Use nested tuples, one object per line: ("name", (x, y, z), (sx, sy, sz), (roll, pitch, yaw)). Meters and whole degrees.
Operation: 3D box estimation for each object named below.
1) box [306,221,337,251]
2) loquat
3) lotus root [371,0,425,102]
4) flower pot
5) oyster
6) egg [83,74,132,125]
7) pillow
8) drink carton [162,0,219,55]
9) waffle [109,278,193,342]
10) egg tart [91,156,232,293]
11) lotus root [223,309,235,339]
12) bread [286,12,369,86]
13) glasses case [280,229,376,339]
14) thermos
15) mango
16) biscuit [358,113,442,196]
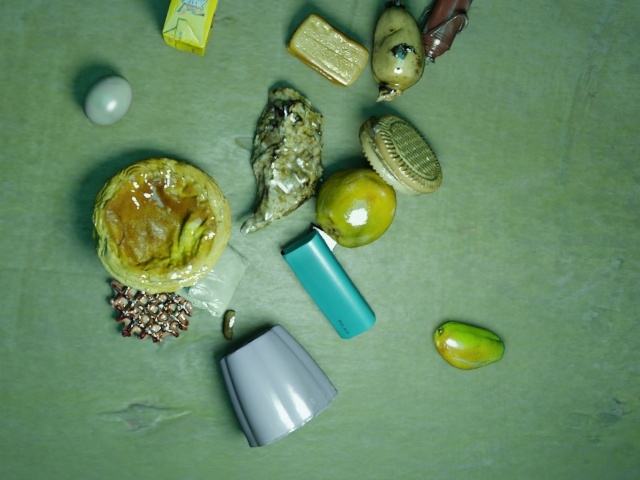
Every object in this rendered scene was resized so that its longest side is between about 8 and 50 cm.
("box", (0.000, 0.000, 1.844), (0.084, 0.060, 0.063), (28, 99, -13))
("loquat", (0.107, -0.099, 1.776), (0.246, 0.213, 0.213), (-43, 103, -24))
("lotus root", (0.200, -0.484, 1.770), (0.140, 0.154, 0.257), (1, 93, -4))
("flower pot", (-0.130, 0.365, 1.778), (0.265, 0.265, 0.243), (-33, 90, -5))
("oyster", (-0.077, -0.190, 1.784), (0.204, 0.111, 0.396), (11, 91, -14))
("egg", (-0.520, -0.344, 1.684), (0.103, 0.103, 0.135), (39, 88, -12))
("pillow", (-0.271, 0.092, 1.777), (0.134, 0.077, 0.181), (37, 67, -24))
("drink carton", (-0.284, -0.639, 1.663), (0.111, 0.154, 0.351), (17, 94, -12))
("waffle", (-0.434, 0.151, 1.787), (0.221, 0.055, 0.234), (-8, 93, -9))
("egg tart", (-0.392, -0.032, 1.708), (0.351, 0.150, 0.352), (3, 75, -12))
("lotus root", (-0.245, 0.228, 1.837), (0.030, 0.037, 0.083), (5, 96, -7))
("bread", (0.019, -0.488, 1.776), (0.200, 0.077, 0.116), (31, 89, -14))
("glasses case", (0.023, 0.126, 1.828), (0.117, 0.070, 0.301), (-32, 110, 12))
("thermos", (0.320, -0.574, 1.814), (0.124, 0.099, 0.232), (28, 94, 25))
("mango", (0.422, 0.302, 1.931), (0.232, 0.111, 0.125), (19, 107, -24))
("biscuit", (0.208, -0.221, 1.772), (0.259, 0.259, 0.079), (44, 124, -12))
